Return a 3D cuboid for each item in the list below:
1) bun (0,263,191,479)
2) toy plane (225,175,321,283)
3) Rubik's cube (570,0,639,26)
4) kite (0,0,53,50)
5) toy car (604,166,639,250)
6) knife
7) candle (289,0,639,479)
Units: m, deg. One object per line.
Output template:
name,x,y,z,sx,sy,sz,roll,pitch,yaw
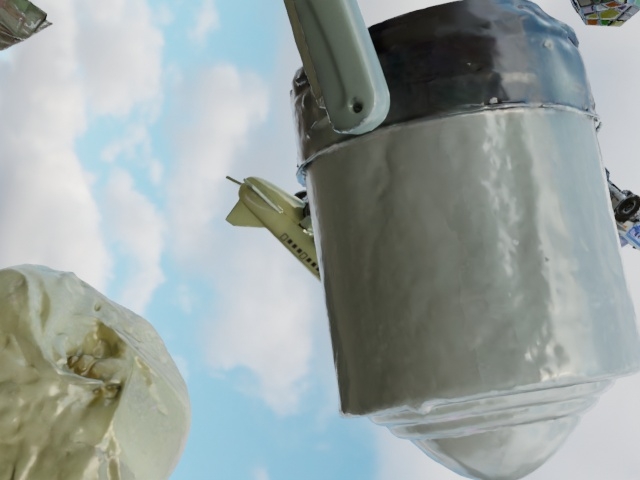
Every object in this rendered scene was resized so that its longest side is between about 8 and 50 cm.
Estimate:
bun,-0.336,0.193,1.082,0.213,0.361,0.361,-49,-134,52
toy plane,0.000,0.000,0.953,0.092,0.244,0.229,-59,-163,-4
Rubik's cube,0.341,-0.307,0.992,0.111,0.093,0.111,10,-73,38
kite,-0.293,-0.223,0.647,0.012,0.229,0.250,-55,163,-18
toy car,0.388,-0.038,1.108,0.070,0.080,0.171,-49,-155,14
knife,-0.004,-0.134,0.458,0.044,0.023,0.162,-22,-94,36
candle,0.104,0.018,0.593,0.221,0.221,0.343,-23,-106,54
